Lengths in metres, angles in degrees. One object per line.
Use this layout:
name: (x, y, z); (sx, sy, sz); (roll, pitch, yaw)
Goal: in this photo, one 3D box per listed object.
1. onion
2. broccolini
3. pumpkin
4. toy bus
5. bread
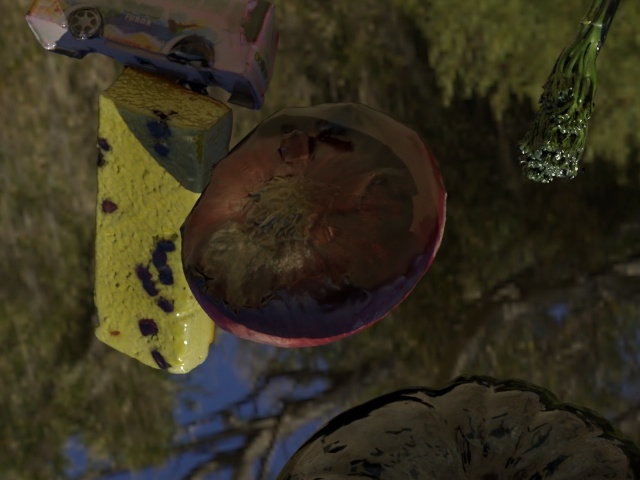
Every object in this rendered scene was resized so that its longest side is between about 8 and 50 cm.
onion: (0.000, 0.000, 1.600); (0.272, 0.195, 0.272); (-9, -129, 11)
broccolini: (0.191, -0.156, 1.139); (0.054, 0.239, 0.051); (17, 178, -1)
pumpkin: (0.116, 0.277, 1.226); (0.363, 0.266, 0.363); (-2, -136, 2)
toy bus: (-0.178, -0.230, 1.762); (0.274, 0.090, 0.112); (17, -110, 16)
bread: (-0.182, -0.009, 1.800); (0.138, 0.361, 0.077); (22, -141, 18)
